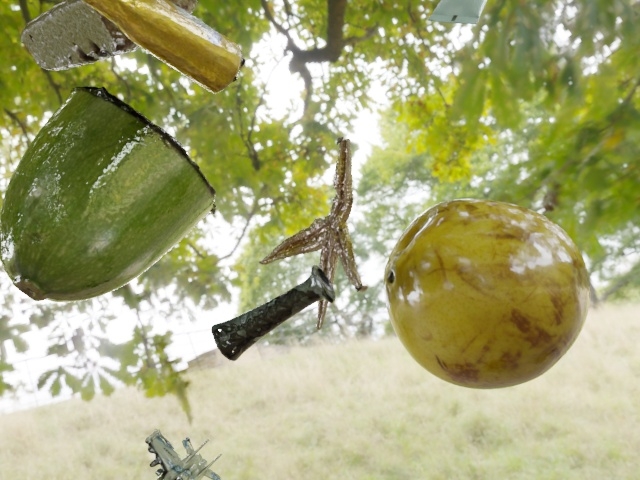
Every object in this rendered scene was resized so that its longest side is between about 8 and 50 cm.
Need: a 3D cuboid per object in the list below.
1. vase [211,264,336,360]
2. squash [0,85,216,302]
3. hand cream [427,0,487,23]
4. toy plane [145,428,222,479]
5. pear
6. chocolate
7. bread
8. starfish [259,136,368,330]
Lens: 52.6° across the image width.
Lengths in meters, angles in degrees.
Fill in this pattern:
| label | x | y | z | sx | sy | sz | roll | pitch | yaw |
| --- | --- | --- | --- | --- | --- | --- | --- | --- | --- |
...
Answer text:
| label | x | y | z | sx | sy | sz | roll | pitch | yaw |
| --- | --- | --- | --- | --- | --- | --- | --- | --- | --- |
| vase | -0.062 | 0.097 | 0.862 | 0.167 | 0.059 | 0.059 | -32 | -19 | 10 |
| squash | -0.379 | -0.035 | 1.057 | 0.309 | 0.310 | 0.310 | -54 | -8 | -20 |
| hand cream | 0.349 | -0.593 | 1.454 | 0.321 | 0.109 | 0.067 | -60 | -30 | -28 |
| toy plane | -0.246 | 0.409 | 1.074 | 0.088 | 0.192 | 0.262 | -46 | -8 | 16 |
| pear | 0.227 | 0.072 | 0.915 | 0.280 | 0.281 | 0.281 | -22 | -18 | -7 |
| chocolate | -0.208 | -0.274 | 0.849 | 0.219 | 0.086 | 0.085 | 23 | -45 | -37 |
| bread | -0.367 | -0.368 | 1.079 | 0.165 | 0.113 | 0.416 | -42 | 30 | -24 |
| starfish | 0.008 | 0.002 | 1.679 | 0.132 | 0.384 | 0.398 | 11 | -33 | -39 |
